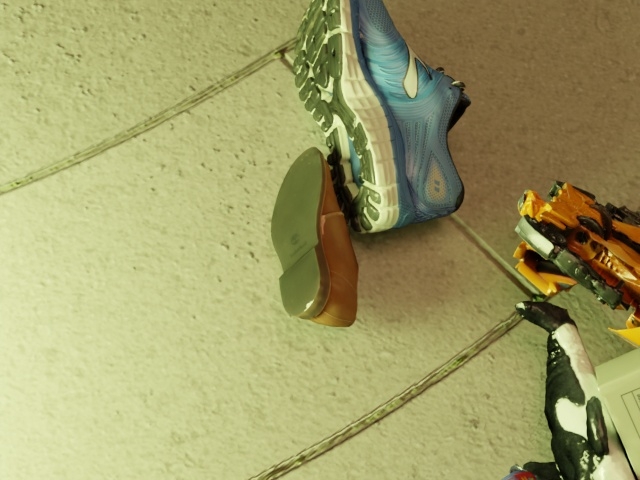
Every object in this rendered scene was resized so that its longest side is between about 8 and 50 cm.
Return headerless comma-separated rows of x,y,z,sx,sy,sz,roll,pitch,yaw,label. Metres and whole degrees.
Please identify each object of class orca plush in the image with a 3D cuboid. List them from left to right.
0.227,0.187,1.556,0.102,0.151,0.287,-23,63,9,orca plush

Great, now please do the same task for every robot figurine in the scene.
0.318,0.044,1.656,0.291,0.085,0.211,32,25,10,robot figurine

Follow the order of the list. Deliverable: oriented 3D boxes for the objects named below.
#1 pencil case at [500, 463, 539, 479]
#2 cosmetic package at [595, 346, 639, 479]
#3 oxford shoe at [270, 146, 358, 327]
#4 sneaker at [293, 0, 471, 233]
0.243,0.324,1.407,0.306,0.133,0.119,37,91,28,pencil case
0.422,0.134,1.501,0.309,0.113,0.160,-23,93,11,cosmetic package
0.000,0.000,1.660,0.076,0.076,0.212,25,45,-33,oxford shoe
0.069,-0.154,1.752,0.147,0.130,0.330,0,62,-26,sneaker
